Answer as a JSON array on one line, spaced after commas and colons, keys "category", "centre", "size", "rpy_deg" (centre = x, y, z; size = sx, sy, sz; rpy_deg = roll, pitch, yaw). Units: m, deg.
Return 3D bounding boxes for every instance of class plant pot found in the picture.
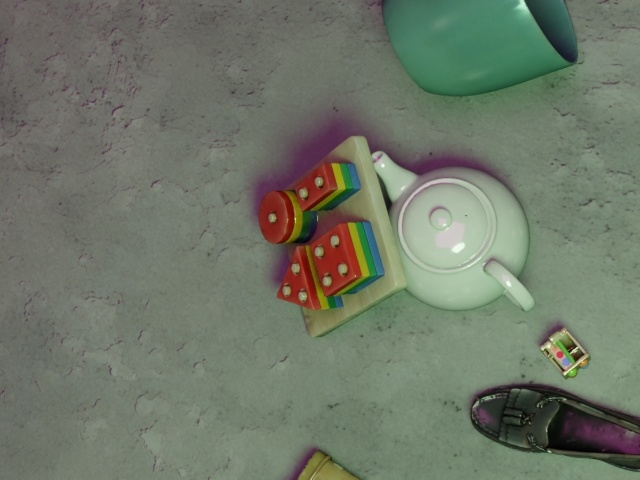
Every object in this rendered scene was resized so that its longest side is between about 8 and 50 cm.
[{"category": "plant pot", "centre": [0.242, -0.365, 1.890], "size": [0.235, 0.293, 0.293], "rpy_deg": [-25, 72, 26]}]

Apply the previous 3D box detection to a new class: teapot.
[{"category": "teapot", "centre": [0.211, -0.009, 1.860], "size": [0.256, 0.187, 0.252], "rpy_deg": [-1, 78, 14]}]

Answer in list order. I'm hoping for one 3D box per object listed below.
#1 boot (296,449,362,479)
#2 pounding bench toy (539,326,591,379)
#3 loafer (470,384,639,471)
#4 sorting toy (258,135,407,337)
[{"category": "boot", "centre": [0.051, 0.489, 1.845], "size": [0.270, 0.089, 0.236], "rpy_deg": [30, 87, 18]}, {"category": "pounding bench toy", "centre": [0.381, 0.176, 1.824], "size": [0.052, 0.083, 0.065], "rpy_deg": [-40, 70, 4]}, {"category": "loafer", "centre": [0.374, 0.281, 1.796], "size": [0.303, 0.095, 0.109], "rpy_deg": [11, 81, 17]}, {"category": "sorting toy", "centre": [0.000, 0.000, 1.890], "size": [0.255, 0.089, 0.257], "rpy_deg": [-35, 65, 50]}]
